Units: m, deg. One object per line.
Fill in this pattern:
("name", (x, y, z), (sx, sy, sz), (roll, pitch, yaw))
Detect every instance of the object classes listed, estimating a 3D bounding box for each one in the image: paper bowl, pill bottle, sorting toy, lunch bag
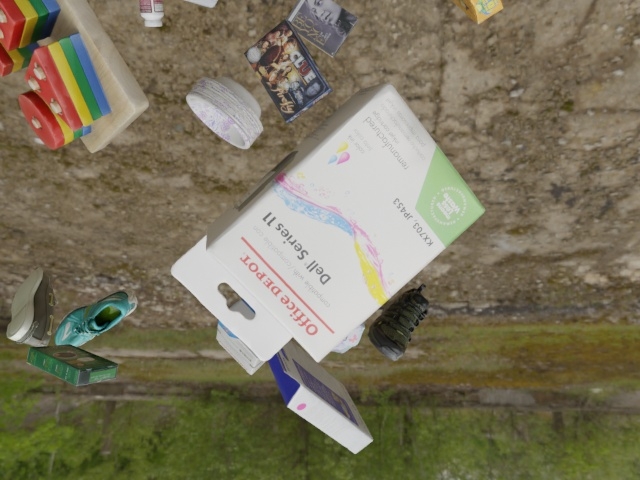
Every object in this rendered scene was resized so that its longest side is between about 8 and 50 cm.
("paper bowl", (-0.330, -0.475, 1.927), (0.284, 0.148, 0.284), (36, 170, 7))
("pill bottle", (-0.637, -0.888, 2.005), (0.085, 0.152, 0.086), (1, -155, 0))
("sorting toy", (-0.380, -0.248, 0.734), (0.257, 0.089, 0.256), (-8, 116, 55))
("lunch bag", (0.028, 0.162, 0.933), (0.071, 0.053, 0.083), (15, 140, -26))

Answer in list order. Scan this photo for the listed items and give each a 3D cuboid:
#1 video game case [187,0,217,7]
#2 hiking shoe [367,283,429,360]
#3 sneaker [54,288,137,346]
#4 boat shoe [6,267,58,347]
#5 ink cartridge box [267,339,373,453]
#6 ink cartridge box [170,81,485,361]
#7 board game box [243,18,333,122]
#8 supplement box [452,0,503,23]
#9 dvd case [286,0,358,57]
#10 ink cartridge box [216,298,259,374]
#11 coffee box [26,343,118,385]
("video game case", (-0.360, -0.511, 0.851), (0.299, 0.329, 0.036), (-11, 147, -51))
("hiking shoe", (0.169, 0.158, 1.109), (0.086, 0.227, 0.114), (36, 115, 0))
("sneaker", (-0.665, 0.234, 1.552), (0.275, 0.107, 0.110), (-33, -163, 6))
("boat shoe", (-0.788, 0.185, 1.481), (0.109, 0.305, 0.091), (-43, 125, 6))
("ink cartridge box", (-0.023, 0.314, 1.150), (0.069, 0.176, 0.371), (-37, 130, 1))
("ink cartridge box", (0.000, 0.000, 0.672), (0.207, 0.353, 0.119), (47, -179, -17))
("board game box", (-0.095, -0.496, 1.569), (0.165, 0.243, 0.042), (-33, 178, 20))
("supplement box", (0.400, -0.657, 1.410), (0.080, 0.234, 0.078), (-26, 128, 15))
("dvd case", (0.001, -0.792, 1.926), (0.221, 0.165, 0.018), (35, -175, 3))
("ink cartridge box", (-0.199, 0.262, 1.428), (0.148, 0.086, 0.203), (44, 154, 9))
("coffee box", (-0.576, 0.286, 1.240), (0.184, 0.041, 0.113), (11, -179, 27))
